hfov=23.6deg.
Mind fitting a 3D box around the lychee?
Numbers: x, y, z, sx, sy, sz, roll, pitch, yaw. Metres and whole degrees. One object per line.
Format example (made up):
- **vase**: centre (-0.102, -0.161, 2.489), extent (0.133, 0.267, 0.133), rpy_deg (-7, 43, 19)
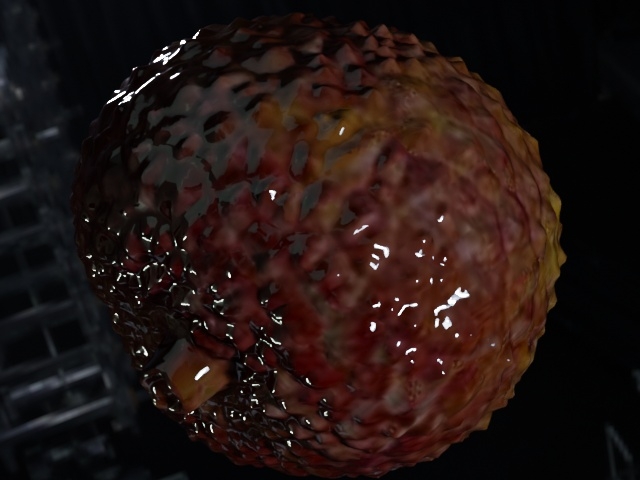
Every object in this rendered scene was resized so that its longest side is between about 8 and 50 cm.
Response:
- **lychee**: centre (0.000, 0.000, 0.786), extent (0.260, 0.261, 0.261), rpy_deg (-10, -148, 6)
